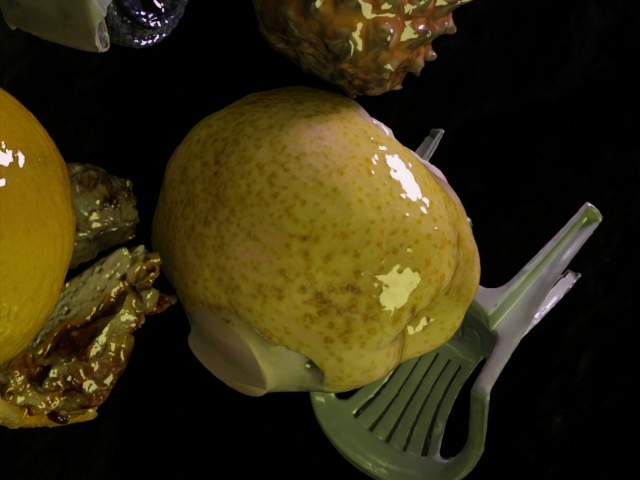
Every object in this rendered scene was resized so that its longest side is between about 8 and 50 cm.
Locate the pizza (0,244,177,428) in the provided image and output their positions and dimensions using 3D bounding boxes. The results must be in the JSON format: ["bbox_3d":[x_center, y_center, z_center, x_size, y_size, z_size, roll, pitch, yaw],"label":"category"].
[{"bbox_3d":[-0.184,0.084,1.539,0.194,0.069,0.154,-47,146,22],"label":"pizza"}]

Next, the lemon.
[{"bbox_3d":[-0.280,-0.005,1.261,0.236,0.236,0.263,-62,-173,4],"label":"lemon"}]

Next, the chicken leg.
[{"bbox_3d":[-0.227,-0.004,1.475,0.198,0.069,0.085,-26,156,-28],"label":"chicken leg"}]

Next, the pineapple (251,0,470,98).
[{"bbox_3d":[0.084,-0.290,1.560,0.361,0.175,0.175,-60,144,-8],"label":"pineapple"}]

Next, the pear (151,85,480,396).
[{"bbox_3d":[0.000,0.000,1.579,0.271,0.271,0.271,-29,134,-35],"label":"pear"}]

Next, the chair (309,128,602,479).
[{"bbox_3d":[0.115,0.077,1.815,0.274,0.203,0.190,-50,154,-21],"label":"chair"}]

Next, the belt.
[{"bbox_3d":[-0.177,-0.237,1.313,0.139,0.126,0.230,-54,146,-33],"label":"belt"}]
